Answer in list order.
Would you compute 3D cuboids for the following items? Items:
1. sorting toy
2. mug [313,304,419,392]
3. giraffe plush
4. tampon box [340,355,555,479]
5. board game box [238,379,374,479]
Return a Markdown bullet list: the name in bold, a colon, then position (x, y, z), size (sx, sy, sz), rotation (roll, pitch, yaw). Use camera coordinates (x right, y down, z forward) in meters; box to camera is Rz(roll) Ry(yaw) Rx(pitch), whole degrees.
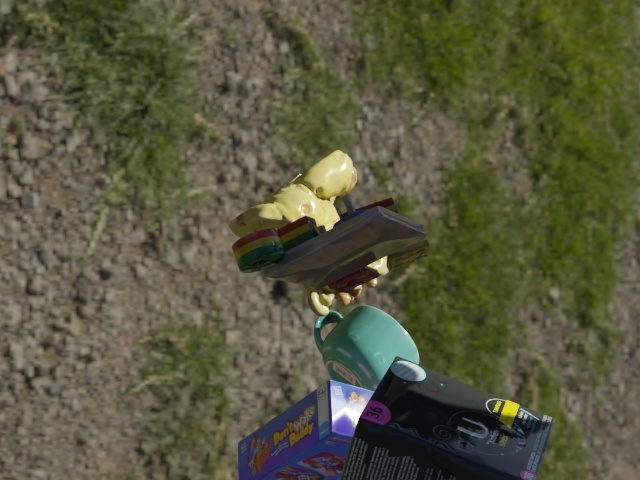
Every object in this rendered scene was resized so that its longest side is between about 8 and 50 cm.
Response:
- **sorting toy**: position (0.023, -0.004, 1.198), size (0.274, 0.132, 0.046), rotation (18, 48, -65)
- **mug**: position (0.058, 0.174, 1.794), size (0.097, 0.157, 0.129), rotation (-43, 111, -28)
- **giraffe plush**: position (0.000, 0.000, 1.552), size (0.170, 0.181, 0.210), rotation (56, 0, -3)
- **tampon box**: position (0.113, 0.198, 1.097), size (0.120, 0.161, 0.101), rotation (-49, 157, -61)
- **board game box**: position (0.088, 0.316, 1.738), size (0.347, 0.233, 0.078), rotation (19, 51, -31)
